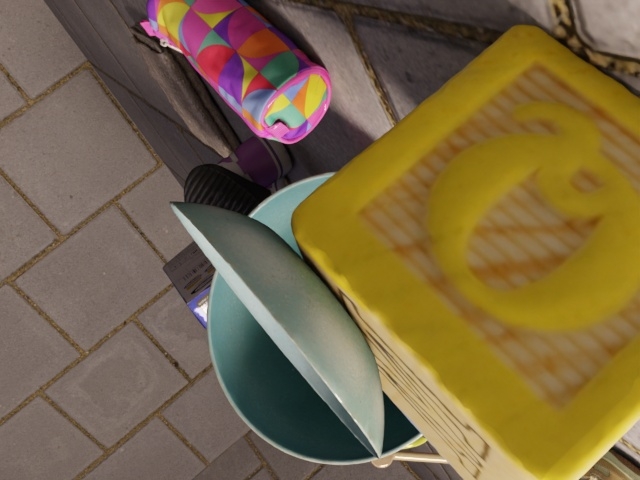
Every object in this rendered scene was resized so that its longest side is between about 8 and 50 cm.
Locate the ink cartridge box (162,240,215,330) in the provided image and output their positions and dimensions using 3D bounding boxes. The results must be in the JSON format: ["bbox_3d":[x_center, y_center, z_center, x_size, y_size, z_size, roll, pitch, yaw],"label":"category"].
[{"bbox_3d":[-0.129,0.055,1.321,0.151,0.270,0.395,52,170,-18],"label":"ink cartridge box"}]

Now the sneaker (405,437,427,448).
[{"bbox_3d":[0.078,0.206,1.100,0.319,0.127,0.208,39,-148,-24],"label":"sneaker"}]

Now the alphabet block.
[{"bbox_3d":[0.119,0.030,0.436,0.193,0.192,0.197,44,169,23],"label":"alphabet block"}]

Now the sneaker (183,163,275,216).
[{"bbox_3d":[-0.049,-0.007,1.045,0.330,0.122,0.146,38,-146,-5],"label":"sneaker"}]

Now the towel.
[{"bbox_3d":[-0.249,-0.270,1.318,0.187,0.049,0.282,39,165,49],"label":"towel"}]

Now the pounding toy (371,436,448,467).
[{"bbox_3d":[0.140,0.238,1.010,0.181,0.206,0.094,50,170,1],"label":"pounding toy"}]

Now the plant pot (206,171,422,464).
[{"bbox_3d":[0.049,0.088,0.789,0.290,0.290,0.195,46,-171,23],"label":"plant pot"}]

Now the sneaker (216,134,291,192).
[{"bbox_3d":[-0.143,-0.090,1.174,0.102,0.161,0.282,53,170,6],"label":"sneaker"}]

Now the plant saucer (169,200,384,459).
[{"bbox_3d":[-0.016,0.043,0.425,0.195,0.037,0.195,48,170,12],"label":"plant saucer"}]

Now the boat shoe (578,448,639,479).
[{"bbox_3d":[0.305,0.271,0.801,0.068,0.072,0.190,54,169,-20],"label":"boat shoe"}]

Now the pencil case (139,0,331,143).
[{"bbox_3d":[-0.093,-0.203,0.762,0.236,0.104,0.104,44,168,27],"label":"pencil case"}]
